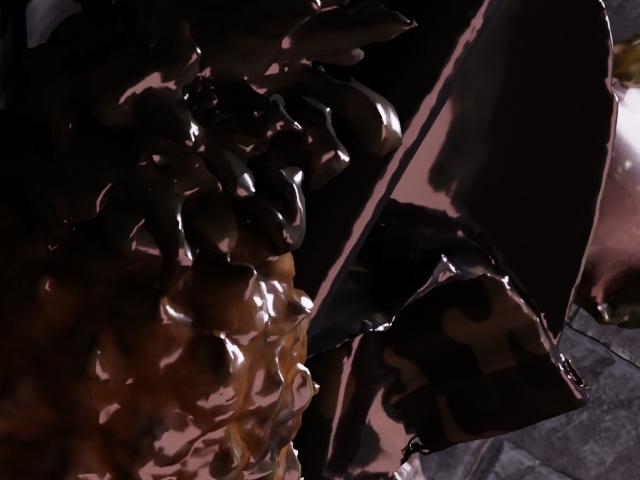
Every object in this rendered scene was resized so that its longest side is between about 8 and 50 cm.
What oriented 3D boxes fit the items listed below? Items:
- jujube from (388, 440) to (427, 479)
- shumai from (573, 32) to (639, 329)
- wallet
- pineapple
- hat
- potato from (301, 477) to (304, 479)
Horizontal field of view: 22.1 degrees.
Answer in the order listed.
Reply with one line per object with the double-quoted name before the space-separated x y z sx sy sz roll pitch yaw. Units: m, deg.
"jujube" -0.056 0.241 1.143 0.317 0.226 0.226 -56 171 -26
"shumai" 0.147 -0.030 1.145 0.330 0.288 0.292 -63 173 11
"wallet" -0.002 -0.067 0.674 0.044 0.149 0.250 32 85 -42
"pineapple" -0.055 -0.012 0.512 0.340 0.169 0.169 -70 169 23
"hat" 0.000 0.000 0.944 0.366 0.257 0.381 -3 93 -47
"potato" -0.062 0.297 0.814 0.301 0.237 0.288 -29 157 -10
